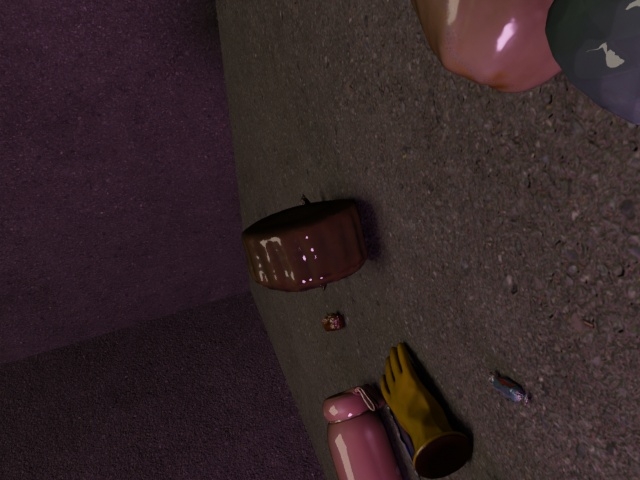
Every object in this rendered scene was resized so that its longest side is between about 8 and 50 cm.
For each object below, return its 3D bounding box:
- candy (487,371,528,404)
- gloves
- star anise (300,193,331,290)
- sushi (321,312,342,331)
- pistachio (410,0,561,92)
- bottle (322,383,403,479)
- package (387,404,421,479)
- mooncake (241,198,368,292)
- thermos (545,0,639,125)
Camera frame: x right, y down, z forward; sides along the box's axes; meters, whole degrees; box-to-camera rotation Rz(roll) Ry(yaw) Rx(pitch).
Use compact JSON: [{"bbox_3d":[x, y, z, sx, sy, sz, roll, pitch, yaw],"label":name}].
[{"bbox_3d":[0.286,0.228,0.763,0.083,0.020,0.030,-150,47,-65],"label":"candy"},{"bbox_3d":[0.198,0.336,1.058,0.133,0.116,0.294,-66,24,22],"label":"gloves"},{"bbox_3d":[0.000,0.000,1.386,0.272,0.102,0.272,13,108,43],"label":"star anise"},{"bbox_3d":[0.037,0.250,1.542,0.118,0.061,0.060,-29,68,53],"label":"sushi"},{"bbox_3d":[0.169,-0.280,0.446,0.197,0.166,0.288,13,115,44],"label":"pistachio"},{"bbox_3d":[0.120,0.557,1.381,0.206,0.173,0.297,-29,72,41],"label":"bottle"},{"bbox_3d":[0.195,0.458,1.162,0.173,0.027,0.171,34,-146,-80],"label":"package"},{"bbox_3d":[-0.036,0.011,1.165,0.290,0.290,0.161,-160,53,-70],"label":"mooncake"},{"bbox_3d":[0.249,-0.207,0.259,0.182,0.145,0.286,48,154,14],"label":"thermos"}]
